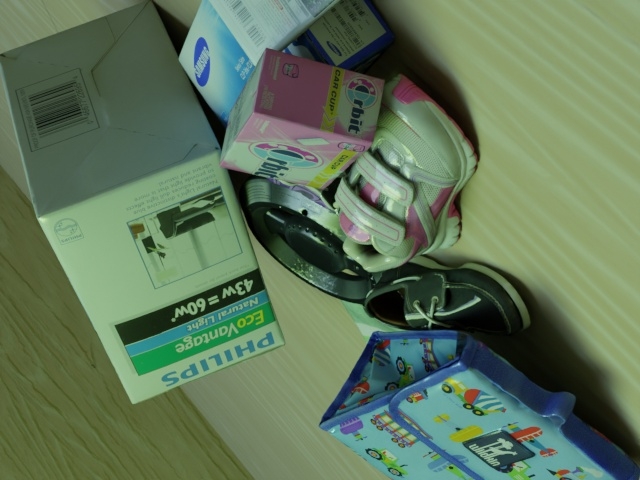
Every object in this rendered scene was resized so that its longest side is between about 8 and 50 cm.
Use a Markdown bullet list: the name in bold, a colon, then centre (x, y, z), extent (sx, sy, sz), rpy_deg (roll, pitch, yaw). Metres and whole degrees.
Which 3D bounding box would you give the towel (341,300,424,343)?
- **towel**: centre (0.146, 0.216, 1.451), extent (0.325, 0.038, 0.248), rpy_deg (62, 161, -20)

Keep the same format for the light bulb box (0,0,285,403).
- **light bulb box**: centre (-0.232, -0.051, 1.497), extent (0.358, 0.225, 0.361), rpy_deg (-117, 9, -45)

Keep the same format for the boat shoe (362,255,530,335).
- **boat shoe**: centre (0.129, 0.070, 1.182), extent (0.233, 0.079, 0.084), rpy_deg (10, 131, 60)

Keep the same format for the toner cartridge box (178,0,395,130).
- **toner cartridge box**: centre (-0.049, -0.195, 1.171), extent (0.165, 0.075, 0.348), rpy_deg (56, 162, 1)

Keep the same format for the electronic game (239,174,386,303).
- **electronic game**: centre (0.000, 0.000, 1.359), extent (0.229, 0.048, 0.229), rpy_deg (30, 158, 13)

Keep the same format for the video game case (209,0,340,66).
- **video game case**: centre (-0.048, -0.273, 0.968), extent (0.173, 0.022, 0.190), rpy_deg (-35, 89, 33)

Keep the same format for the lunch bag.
- **lunch bag**: centre (0.171, 0.185, 1.165), extent (0.221, 0.138, 0.293), rpy_deg (39, 153, -11)

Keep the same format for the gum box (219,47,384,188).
- **gum box**: centre (-0.023, -0.104, 1.044), extent (0.107, 0.062, 0.188), rpy_deg (13, 166, -12)

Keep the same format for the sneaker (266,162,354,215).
- **sneaker**: centre (-0.010, -0.074, 1.207), extent (0.170, 0.068, 0.071), rpy_deg (28, 170, -35)

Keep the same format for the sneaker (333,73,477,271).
- **sneaker**: centre (0.072, -0.046, 1.069), extent (0.103, 0.111, 0.252), rpy_deg (44, 158, 30)
